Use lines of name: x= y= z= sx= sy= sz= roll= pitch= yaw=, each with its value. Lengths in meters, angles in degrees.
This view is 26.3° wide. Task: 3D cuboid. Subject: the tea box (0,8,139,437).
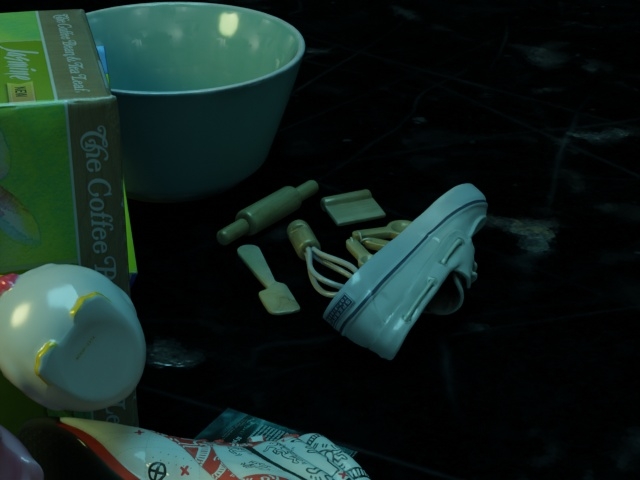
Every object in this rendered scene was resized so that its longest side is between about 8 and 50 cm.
tea box: x=-0.320 y=0.012 z=1.083 sx=0.323 sy=0.329 sz=0.220 roll=-8 pitch=28 yaw=-13

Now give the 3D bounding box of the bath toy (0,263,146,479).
bath toy: x=-0.271 y=0.143 z=0.906 sx=0.348 sy=0.151 sz=0.129 roll=-46 pitch=34 yaw=-19

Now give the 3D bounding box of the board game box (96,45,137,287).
board game box: x=-0.365 y=-0.051 z=1.316 sx=0.347 sy=0.233 sz=0.078 roll=-8 pitch=-11 yaw=-14

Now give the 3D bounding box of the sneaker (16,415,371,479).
sneaker: x=-0.087 y=0.178 z=0.982 sx=0.270 sy=0.090 sz=0.145 roll=10 pitch=12 yaw=38

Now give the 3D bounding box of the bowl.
bowl: x=-0.173 y=-0.152 z=1.578 sx=0.311 sy=0.163 sz=0.311 roll=1 pitch=28 yaw=0

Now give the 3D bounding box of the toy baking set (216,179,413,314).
toy baking set: x=-0.004 y=-0.003 z=1.435 sx=0.197 sy=0.030 sz=0.256 roll=23 pitch=35 yaw=36

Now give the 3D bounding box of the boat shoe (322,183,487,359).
boat shoe: x=0.106 y=0.030 z=1.317 sx=0.088 sy=0.096 sz=0.267 roll=41 pitch=35 yaw=10

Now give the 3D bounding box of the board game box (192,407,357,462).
board game box: x=-0.069 y=0.200 z=1.052 sx=0.126 sy=0.026 sz=0.186 roll=16 pitch=31 yaw=26
